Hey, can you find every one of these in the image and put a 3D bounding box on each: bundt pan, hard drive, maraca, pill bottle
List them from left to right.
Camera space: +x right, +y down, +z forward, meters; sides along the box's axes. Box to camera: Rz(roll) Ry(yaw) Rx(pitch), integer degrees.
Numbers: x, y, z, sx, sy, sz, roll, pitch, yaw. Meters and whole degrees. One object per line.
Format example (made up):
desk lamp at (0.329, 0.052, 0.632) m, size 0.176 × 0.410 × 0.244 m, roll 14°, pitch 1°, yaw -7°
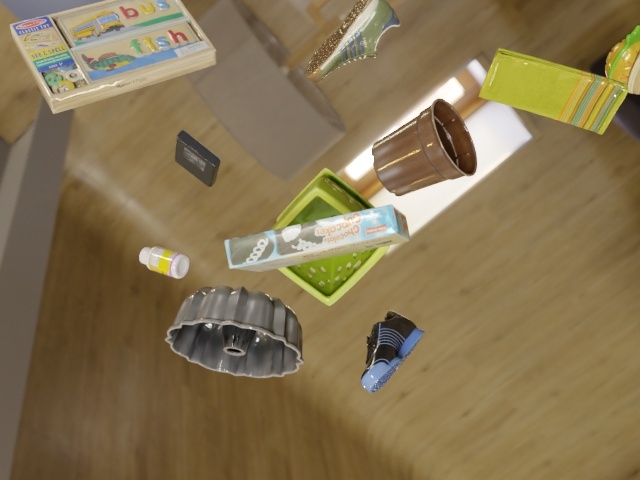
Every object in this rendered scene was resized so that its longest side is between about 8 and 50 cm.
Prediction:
pill bottle at (-0.269, 0.035, 1.469) m, size 0.083 × 0.043 × 0.043 m, roll 15°, pitch 173°, yaw 28°
hard drive at (-0.242, -0.158, 1.675) m, size 0.094 × 0.022 × 0.135 m, roll 37°, pitch 161°, yaw 0°
bundt pan at (-0.192, 0.209, 2.026) m, size 0.331 × 0.331 × 0.124 m, roll 41°, pitch -132°, yaw -42°
maraca at (0.820, -0.491, 2.269) m, size 0.099 × 0.127 × 0.186 m, roll 44°, pitch 142°, yaw 29°

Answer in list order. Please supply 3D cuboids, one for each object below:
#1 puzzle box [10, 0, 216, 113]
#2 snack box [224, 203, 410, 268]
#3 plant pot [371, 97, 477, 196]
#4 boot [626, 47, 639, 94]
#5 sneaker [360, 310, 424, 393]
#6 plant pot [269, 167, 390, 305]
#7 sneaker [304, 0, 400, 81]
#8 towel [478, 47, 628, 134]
puzzle box at (-0.485, -0.462, 2.020) m, size 0.272 × 0.409 × 0.052 m, roll 54°, pitch 154°, yaw 28°
snack box at (0.000, 0.000, 1.636) m, size 0.187 × 0.322 × 0.060 m, roll 18°, pitch -119°, yaw -77°
plant pot at (0.201, -0.176, 1.722) m, size 0.167 × 0.165 × 0.167 m, roll 35°, pitch -137°, yaw -41°
boot at (0.693, -0.344, 1.638) m, size 0.165 × 0.077 × 0.213 m, roll 25°, pitch 141°, yaw 14°
sneaker at (0.122, 0.217, 1.693) m, size 0.090 × 0.081 × 0.232 m, roll 35°, pitch -148°, yaw 13°
plant pot at (0.017, -0.024, 2.023) m, size 0.228 × 0.227 × 0.207 m, roll 39°, pitch -156°, yaw -11°
sneaker at (0.062, -0.340, 1.508) m, size 0.086 × 0.192 × 0.064 m, roll 29°, pitch -153°, yaw -28°
towel at (0.405, -0.258, 1.495) m, size 0.237 × 0.102 × 0.021 m, roll 16°, pitch -142°, yaw -3°
